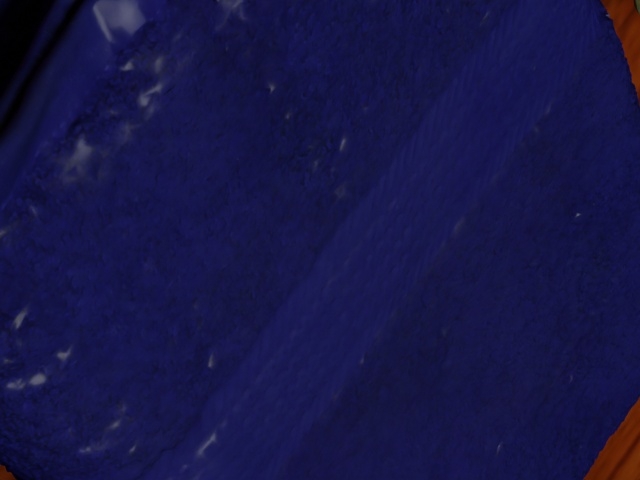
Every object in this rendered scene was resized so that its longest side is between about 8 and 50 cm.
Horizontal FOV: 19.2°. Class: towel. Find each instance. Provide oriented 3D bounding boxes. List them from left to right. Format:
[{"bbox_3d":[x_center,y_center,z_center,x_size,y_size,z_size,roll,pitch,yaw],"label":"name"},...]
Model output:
[{"bbox_3d":[0.000,0.000,0.541,0.228,0.076,0.308,-52,141,-18],"label":"towel"}]

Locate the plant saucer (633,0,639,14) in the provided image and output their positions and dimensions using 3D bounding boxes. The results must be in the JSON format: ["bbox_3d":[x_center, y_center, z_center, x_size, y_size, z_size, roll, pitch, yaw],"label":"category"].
[{"bbox_3d":[0.209,-0.151,0.643,0.188,0.045,0.188,10,111,-19],"label":"plant saucer"}]
